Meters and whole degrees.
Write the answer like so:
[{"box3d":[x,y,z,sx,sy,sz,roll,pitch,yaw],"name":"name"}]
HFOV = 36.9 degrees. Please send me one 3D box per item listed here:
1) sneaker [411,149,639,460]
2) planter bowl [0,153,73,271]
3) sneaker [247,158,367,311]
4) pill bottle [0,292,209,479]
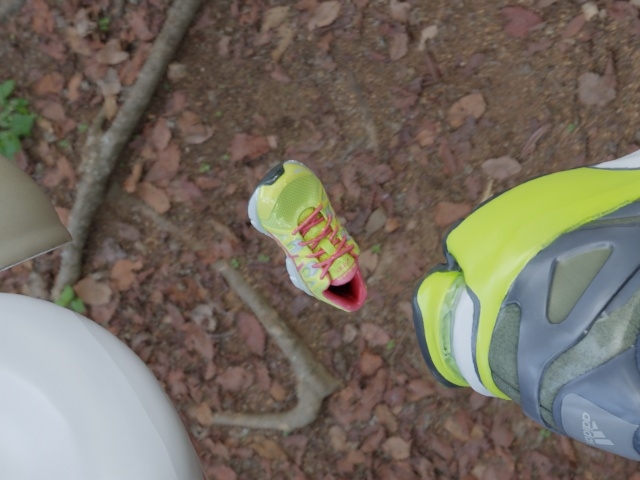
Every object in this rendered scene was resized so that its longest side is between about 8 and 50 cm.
[{"box3d":[0.193,-0.001,0.408,0.121,0.299,0.111,42,158,52],"name":"sneaker"},{"box3d":[-0.287,-0.017,0.733,0.162,0.162,0.109,-19,97,31],"name":"planter bowl"},{"box3d":[0.000,0.000,0.967,0.094,0.081,0.208,39,167,38],"name":"sneaker"},{"box3d":[-0.150,0.224,0.548,0.229,0.229,0.408,23,151,19],"name":"pill bottle"}]
